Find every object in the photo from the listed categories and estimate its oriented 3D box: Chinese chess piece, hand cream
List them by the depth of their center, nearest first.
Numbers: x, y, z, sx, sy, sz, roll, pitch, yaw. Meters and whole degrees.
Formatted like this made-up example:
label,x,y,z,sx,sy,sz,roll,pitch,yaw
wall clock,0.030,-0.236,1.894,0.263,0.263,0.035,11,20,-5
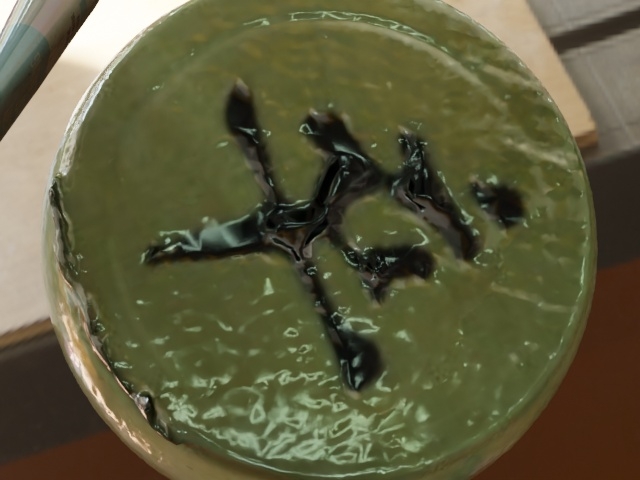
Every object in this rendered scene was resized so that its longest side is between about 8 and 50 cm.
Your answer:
label,x,y,z,sx,sy,sz,roll,pitch,yaw
Chinese chess piece,0.000,0.000,0.421,0.188,0.083,0.188,2,72,-6
hand cream,-0.272,-0.173,1.145,0.070,0.111,0.312,23,56,-7
